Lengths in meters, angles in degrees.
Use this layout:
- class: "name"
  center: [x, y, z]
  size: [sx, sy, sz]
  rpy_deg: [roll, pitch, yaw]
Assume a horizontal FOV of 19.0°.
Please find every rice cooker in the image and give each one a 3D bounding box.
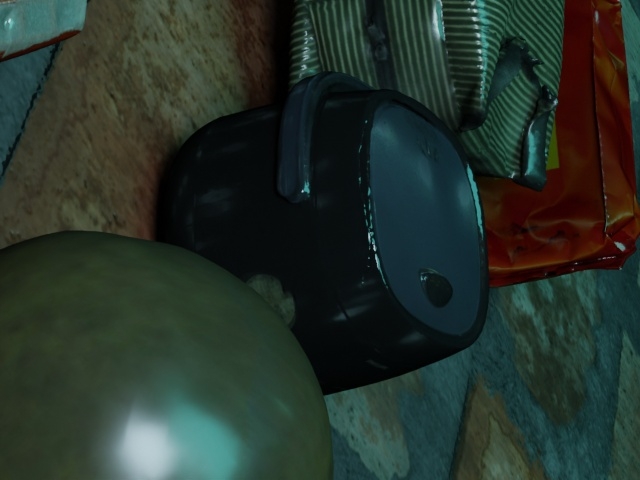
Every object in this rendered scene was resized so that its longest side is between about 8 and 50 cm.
- class: "rice cooker"
  center: [0.000, 0.000, 1.597]
  size: [0.267, 0.224, 0.267]
  rpy_deg: [30, 53, -50]

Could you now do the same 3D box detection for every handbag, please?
- class: "handbag"
  center: [0.104, -0.178, 1.835]
  size: [0.340, 0.247, 0.240]
  rpy_deg: [35, 49, -63]

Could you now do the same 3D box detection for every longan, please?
- class: "longan"
  center: [-0.139, 0.152, 1.233]
  size: [0.319, 0.319, 0.319]
  rpy_deg: [34, 49, -51]

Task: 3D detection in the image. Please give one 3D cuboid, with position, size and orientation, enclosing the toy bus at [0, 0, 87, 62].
- class: "toy bus"
  center: [-0.268, -0.172, 1.318]
  size: [0.265, 0.121, 0.120]
  rpy_deg: [-27, 111, -61]

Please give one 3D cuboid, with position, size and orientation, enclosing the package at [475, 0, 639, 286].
- class: "package"
  center: [0.243, -0.141, 2.118]
  size: [0.123, 0.196, 0.424]
  rpy_deg: [35, 47, -56]
